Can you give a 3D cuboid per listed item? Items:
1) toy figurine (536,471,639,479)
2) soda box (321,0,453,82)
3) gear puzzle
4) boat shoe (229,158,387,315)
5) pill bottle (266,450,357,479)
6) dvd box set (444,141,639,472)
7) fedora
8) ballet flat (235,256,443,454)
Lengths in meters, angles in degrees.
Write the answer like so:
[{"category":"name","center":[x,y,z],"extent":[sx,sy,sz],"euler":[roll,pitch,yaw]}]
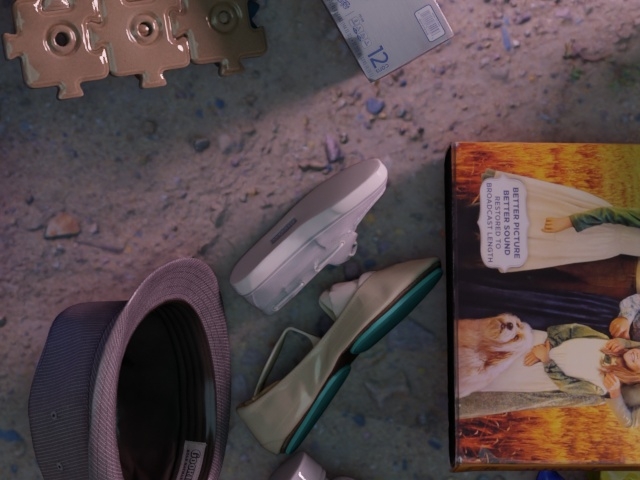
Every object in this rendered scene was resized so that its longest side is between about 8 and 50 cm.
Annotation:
[{"category":"toy figurine","center":[0.333,0.257,1.787],"extent":[0.362,0.191,0.217],"euler":[4,95,-5]},{"category":"soda box","center":[0.011,-0.289,1.710],"extent":[0.091,0.098,0.286],"euler":[-30,100,4]},{"category":"gear puzzle","center":[-0.213,-0.214,1.681],"extent":[0.339,0.044,0.175],"euler":[-11,93,-27]},{"category":"boat shoe","center":[0.000,0.000,1.781],"extent":[0.184,0.066,0.063],"euler":[-43,113,2]},{"category":"pill bottle","center":[0.024,0.289,1.809],"extent":[0.180,0.108,0.108],"euler":[42,96,-9]},{"category":"dvd box set","center":[0.326,0.063,1.758],"extent":[0.420,0.062,0.308],"euler":[1,79,-3]},{"category":"fedora","center":[-0.184,0.148,1.741],"extent":[0.124,0.244,0.275],"euler":[4,111,25]},{"category":"ballet flat","center":[0.011,0.093,1.793],"extent":[0.086,0.086,0.248],"euler":[39,97,-9]}]
